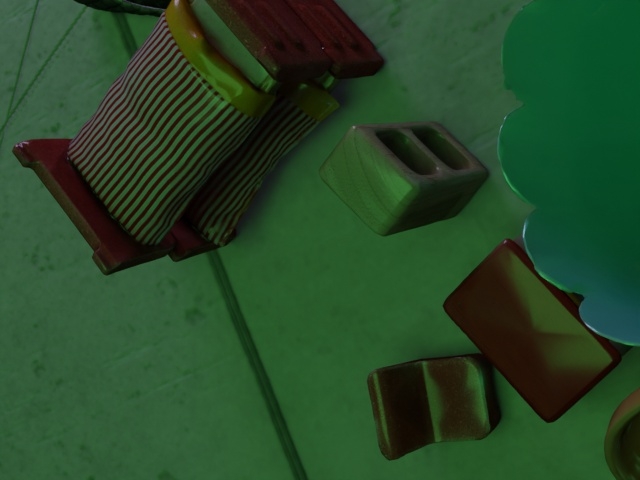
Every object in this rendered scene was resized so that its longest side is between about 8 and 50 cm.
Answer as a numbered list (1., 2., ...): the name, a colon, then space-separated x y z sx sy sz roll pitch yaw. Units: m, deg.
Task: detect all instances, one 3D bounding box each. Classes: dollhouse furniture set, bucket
1. dollhouse furniture set: 0.000 0.000 0.801 0.374 0.152 0.201 49 117 16
2. bucket: 0.241 -0.073 0.584 0.281 0.183 0.281 -15 71 52

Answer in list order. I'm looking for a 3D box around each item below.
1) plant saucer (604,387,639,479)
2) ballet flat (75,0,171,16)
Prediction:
1. plant saucer: 0.260 0.114 0.672 0.200 0.200 0.037 -6 51 31
2. ballet flat: -0.128 -0.192 0.909 0.173 0.049 0.057 4 100 30
